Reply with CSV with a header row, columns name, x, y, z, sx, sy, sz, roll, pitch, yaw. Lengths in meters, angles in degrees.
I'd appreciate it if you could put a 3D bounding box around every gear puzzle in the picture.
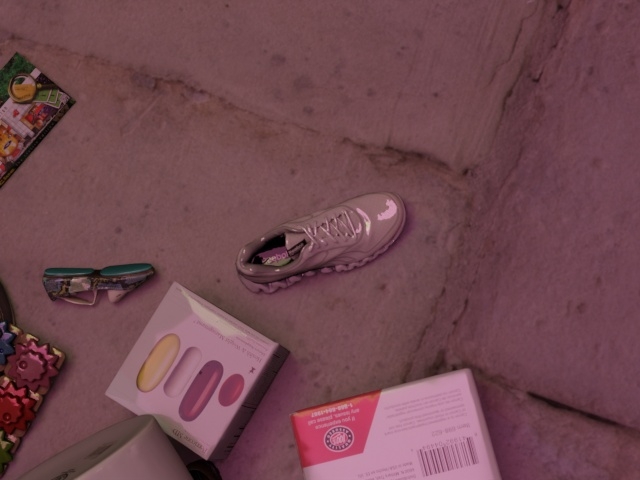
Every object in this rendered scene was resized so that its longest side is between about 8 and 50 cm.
name,x,y,z,sx,sy,sz,roll,pitch,yaw
gear puzzle,-0.561,0.289,1.761,0.175,0.044,0.339,29,94,1

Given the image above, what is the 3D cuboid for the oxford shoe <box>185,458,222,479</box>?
name,x,y,z,sx,sy,sz,roll,pitch,yaw
oxford shoe,-0.164,0.451,1.685,0.082,0.096,0.227,-28,80,-1

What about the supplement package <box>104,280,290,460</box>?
name,x,y,z,sx,sy,sz,roll,pitch,yaw
supplement package,-0.187,0.205,1.702,0.194,0.149,0.203,30,84,10

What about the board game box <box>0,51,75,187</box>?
name,x,y,z,sx,sy,sz,roll,pitch,yaw
board game box,-0.554,-0.184,1.872,0.136,0.030,0.260,39,87,13

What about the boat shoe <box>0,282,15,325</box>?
name,x,y,z,sx,sy,sz,roll,pitch,yaw
boat shoe,-0.622,0.033,1.808,0.112,0.095,0.335,-33,78,0

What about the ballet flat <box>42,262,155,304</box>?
name,x,y,z,sx,sy,sz,roll,pitch,yaw
ballet flat,-0.360,0.073,1.796,0.188,0.070,0.070,-2,80,8

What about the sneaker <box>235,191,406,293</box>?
name,x,y,z,sx,sy,sz,roll,pitch,yaw
sneaker,0.000,0.000,1.733,0.292,0.118,0.110,-23,77,1

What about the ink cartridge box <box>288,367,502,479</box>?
name,x,y,z,sx,sy,sz,roll,pitch,yaw
ink cartridge box,0.139,0.410,1.623,0.279,0.160,0.385,-14,79,4

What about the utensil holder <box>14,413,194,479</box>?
name,x,y,z,sx,sy,sz,roll,pitch,yaw
utensil holder,-0.275,0.485,1.525,0.327,0.327,0.385,-29,95,1
